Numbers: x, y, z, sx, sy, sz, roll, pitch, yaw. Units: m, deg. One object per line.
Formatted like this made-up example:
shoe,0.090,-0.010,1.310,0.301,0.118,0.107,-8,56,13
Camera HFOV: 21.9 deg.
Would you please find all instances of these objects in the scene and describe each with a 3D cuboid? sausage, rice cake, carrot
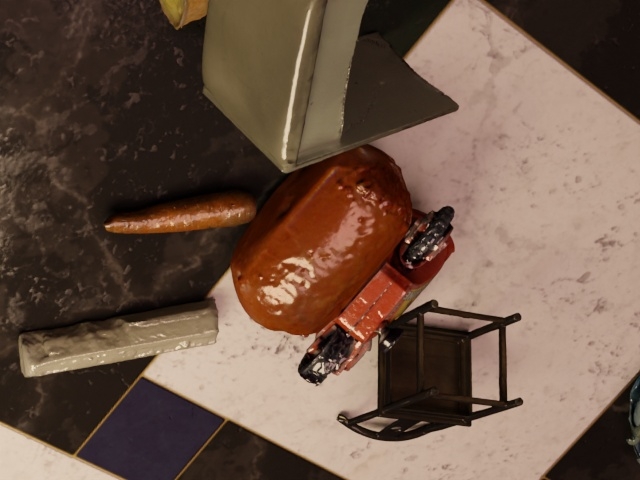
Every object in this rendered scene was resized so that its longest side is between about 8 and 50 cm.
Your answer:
sausage,-0.001,-0.001,2.031,0.141,0.153,0.268,34,105,-22
rice cake,-0.251,0.123,2.085,0.256,0.052,0.057,-10,94,-14
carrot,-0.171,-0.033,2.022,0.191,0.047,0.047,-7,122,-11

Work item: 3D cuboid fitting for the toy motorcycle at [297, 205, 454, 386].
toy motorcycle,0.079,0.062,2.100,0.089,0.171,0.298,38,108,-8

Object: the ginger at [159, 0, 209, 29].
ginger,-0.110,-0.389,1.777,0.190,0.126,0.354,7,121,-35

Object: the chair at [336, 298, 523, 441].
chair,0.146,0.180,2.214,0.155,0.141,0.260,10,161,-24

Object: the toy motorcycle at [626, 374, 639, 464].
toy motorcycle,0.558,0.280,2.419,0.206,0.154,0.260,-19,132,21

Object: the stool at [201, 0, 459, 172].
stool,0.029,-0.245,1.810,0.270,0.170,0.243,-20,141,-31
